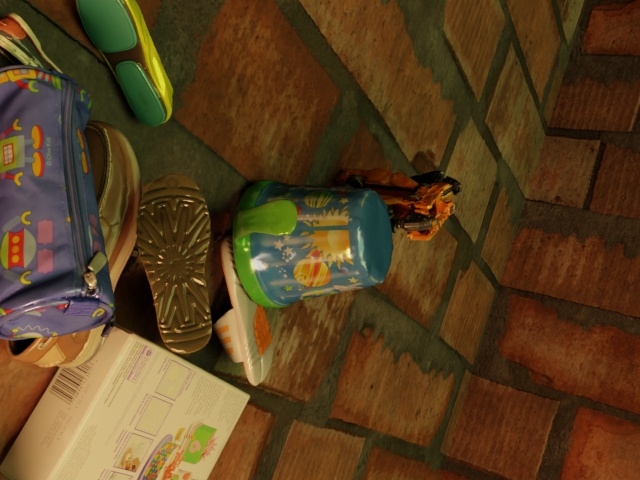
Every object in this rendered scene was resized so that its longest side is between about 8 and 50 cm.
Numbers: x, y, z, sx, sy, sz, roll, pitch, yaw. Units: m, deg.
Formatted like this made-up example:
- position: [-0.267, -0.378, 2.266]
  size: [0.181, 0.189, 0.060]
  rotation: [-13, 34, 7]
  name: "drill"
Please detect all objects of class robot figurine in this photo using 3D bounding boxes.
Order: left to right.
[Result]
- position: [0.137, -0.075, 1.359]
  size: [0.211, 0.291, 0.085]
  rotation: [-45, 135, -40]
  name: "robot figurine"

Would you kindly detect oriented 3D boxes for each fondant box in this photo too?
- position: [-0.269, 0.281, 1.014]
  size: [0.238, 0.096, 0.330]
  rotation: [-62, 146, -15]
  name: "fondant box"

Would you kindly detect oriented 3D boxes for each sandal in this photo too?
- position: [-0.151, 0.125, 1.198]
  size: [0.102, 0.076, 0.265]
  rotation: [-14, 92, -70]
  name: "sandal"

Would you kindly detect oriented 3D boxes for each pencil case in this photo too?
- position: [-0.299, -0.042, 0.740]
  size: [0.119, 0.133, 0.306]
  rotation: [19, 56, -58]
  name: "pencil case"

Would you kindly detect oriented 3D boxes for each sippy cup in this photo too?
- position: [0.000, 0.000, 1.189]
  size: [0.305, 0.224, 0.240]
  rotation: [-45, 126, -57]
  name: "sippy cup"

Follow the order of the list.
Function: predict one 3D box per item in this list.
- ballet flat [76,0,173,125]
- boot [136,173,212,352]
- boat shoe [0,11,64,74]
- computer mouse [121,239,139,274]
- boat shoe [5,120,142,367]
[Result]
- position: [-0.256, -0.263, 0.911]
  size: [0.077, 0.077, 0.231]
  rotation: [-77, 158, -44]
  name: "ballet flat"
- position: [-0.208, 0.047, 0.952]
  size: [0.089, 0.269, 0.236]
  rotation: [-1, 84, -13]
  name: "boot"
- position: [-0.342, -0.203, 0.809]
  size: [0.043, 0.049, 0.137]
  rotation: [-54, 138, -27]
  name: "boat shoe"
- position: [-0.315, 0.060, 0.956]
  size: [0.071, 0.041, 0.242]
  rotation: [26, 85, -58]
  name: "computer mouse"
- position: [-0.314, 0.006, 0.847]
  size: [0.116, 0.123, 0.324]
  rotation: [8, 92, -63]
  name: "boat shoe"
